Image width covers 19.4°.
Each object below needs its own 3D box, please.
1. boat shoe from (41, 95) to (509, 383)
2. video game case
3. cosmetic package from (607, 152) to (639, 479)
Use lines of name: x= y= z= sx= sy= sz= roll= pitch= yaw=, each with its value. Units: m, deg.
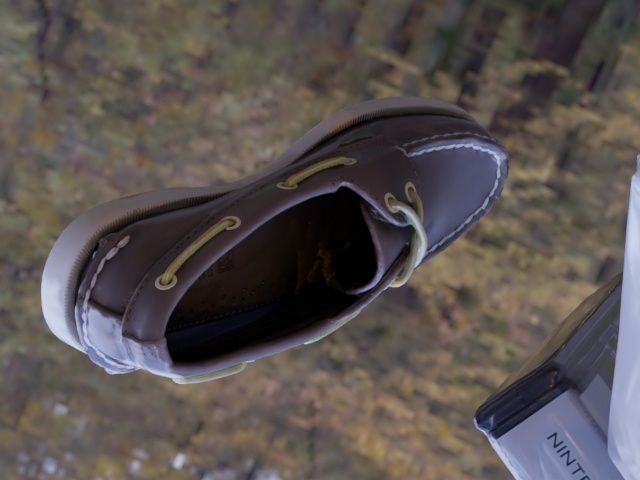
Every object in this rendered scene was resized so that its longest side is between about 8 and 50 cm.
boat shoe: x=0.000 y=0.000 z=1.069 sx=0.324 sy=0.117 sz=0.096 roll=-19 pitch=-149 yaw=-38
video game case: x=0.163 y=0.131 z=0.676 sx=0.248 sy=0.035 sz=0.275 roll=54 pitch=-164 yaw=4
cosmetic package: x=0.261 y=0.000 z=0.377 sx=0.197 sy=0.365 sz=0.155 roll=58 pitch=171 yaw=26
